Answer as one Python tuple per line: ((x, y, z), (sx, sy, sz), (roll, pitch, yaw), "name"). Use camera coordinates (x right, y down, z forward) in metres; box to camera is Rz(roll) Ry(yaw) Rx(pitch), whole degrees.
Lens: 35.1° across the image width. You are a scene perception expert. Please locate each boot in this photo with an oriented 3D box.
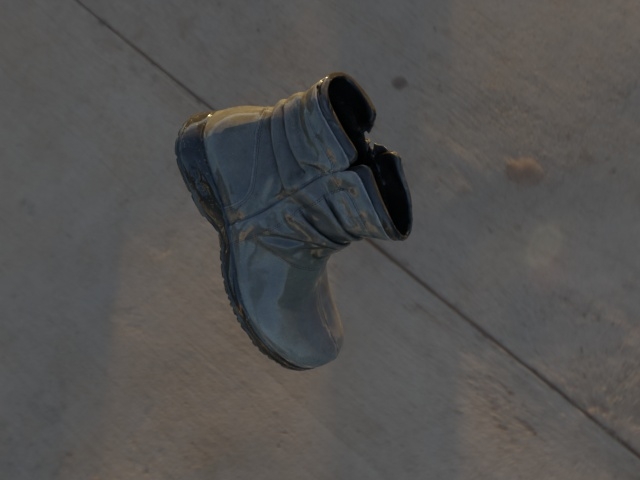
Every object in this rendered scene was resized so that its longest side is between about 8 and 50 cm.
((0.000, 0.000, 0.763), (0.161, 0.083, 0.246), (-4, 121, 37), "boot")
